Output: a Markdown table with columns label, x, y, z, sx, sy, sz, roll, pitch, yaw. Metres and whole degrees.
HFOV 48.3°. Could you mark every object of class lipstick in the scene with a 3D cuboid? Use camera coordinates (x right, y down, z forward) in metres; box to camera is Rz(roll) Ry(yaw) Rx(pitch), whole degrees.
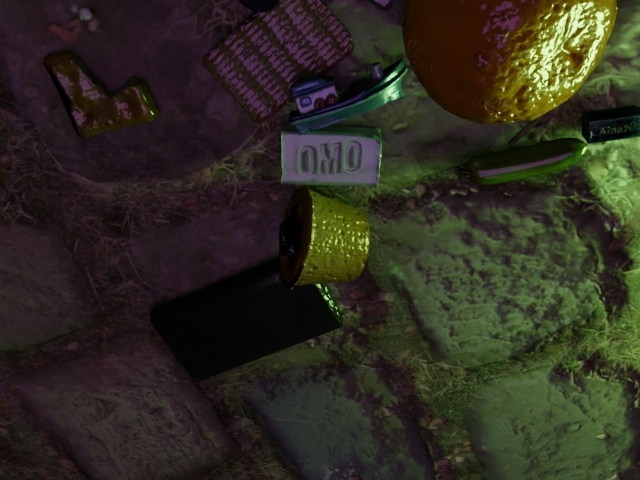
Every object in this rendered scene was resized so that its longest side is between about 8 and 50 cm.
| label | x | y | z | sx | sy | sz | roll | pitch | yaw |
| --- | --- | --- | --- | --- | --- | --- | --- | --- | --- |
| lipstick | 0.666 | -0.236 | 1.366 | 0.313 | 0.051 | 0.051 | -7 | 121 | 5 |

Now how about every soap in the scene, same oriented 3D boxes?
| label | x | y | z | sx | sy | sz | roll | pitch | yaw |
| --- | --- | --- | --- | --- | --- | --- | --- | --- | --- |
| soap | 0.020 | -0.168 | 1.419 | 0.199 | 0.063 | 0.114 | 1 | 115 | 1 |

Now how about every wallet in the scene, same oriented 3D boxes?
| label | x | y | z | sx | sy | sz | roll | pitch | yaw |
| --- | --- | --- | --- | --- | --- | --- | --- | --- | --- |
| wallet | -0.172 | 0.180 | 1.655 | 0.406 | 0.062 | 0.228 | -22 | 119 | 16 |

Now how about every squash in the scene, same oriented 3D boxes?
| label | x | y | z | sx | sy | sz | roll | pitch | yaw |
| --- | --- | --- | --- | --- | --- | --- | --- | --- | --- |
| squash | 0.396 | -0.154 | 1.419 | 0.258 | 0.069 | 0.069 | -11 | 121 | 12 |

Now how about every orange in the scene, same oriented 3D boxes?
| label | x | y | z | sx | sy | sz | roll | pitch | yaw |
| --- | --- | --- | --- | --- | --- | --- | --- | --- | --- |
| orange | 0.293 | -0.360 | 1.154 | 0.341 | 0.293 | 0.340 | -20 | 135 | -22 |

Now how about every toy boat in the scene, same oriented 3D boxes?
| label | x | y | z | sx | sy | sz | roll | pitch | yaw |
| --- | --- | --- | --- | --- | --- | --- | --- | --- | --- |
| toy boat | 0.047 | -0.279 | 1.326 | 0.238 | 0.109 | 0.098 | -19 | 109 | 4 |

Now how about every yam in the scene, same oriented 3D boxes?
| label | x | y | z | sx | sy | sz | roll | pitch | yaw |
| --- | --- | --- | --- | --- | --- | --- | --- | --- | --- |
| yam | 0.410 | -0.224 | 1.405 | 0.014 | 0.014 | 0.107 | 36 | 117 | -19 |

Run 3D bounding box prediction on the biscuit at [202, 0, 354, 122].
| label | x | y | z | sx | sy | sz | roll | pitch | yaw |
| --- | --- | --- | --- | --- | --- | --- | --- | --- | --- |
| biscuit | -0.078 | -0.352 | 1.332 | 0.255 | 0.029 | 0.172 | -33 | 115 | 21 |

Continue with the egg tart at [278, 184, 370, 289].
| label | x | y | z | sx | sy | sz | roll | pitch | yaw |
| --- | --- | --- | --- | --- | --- | --- | --- | --- | --- |
| egg tart | 0.000 | 0.000 | 1.457 | 0.171 | 0.215 | 0.215 | 8 | 123 | -16 |

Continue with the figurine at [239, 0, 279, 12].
| label | x | y | z | sx | sy | sz | roll | pitch | yaw |
| --- | --- | --- | --- | --- | --- | --- | --- | --- | --- |
| figurine | -0.129 | -0.491 | 1.187 | 0.146 | 0.145 | 0.222 | -18 | 118 | 13 |

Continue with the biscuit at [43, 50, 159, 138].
| label | x | y | z | sx | sy | sz | roll | pitch | yaw |
| --- | --- | --- | --- | --- | --- | --- | --- | --- | --- |
| biscuit | -0.420 | -0.289 | 1.380 | 0.184 | 0.039 | 0.174 | -9 | 120 | 7 |

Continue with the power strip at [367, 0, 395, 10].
| label | x | y | z | sx | sy | sz | roll | pitch | yaw |
| --- | --- | --- | --- | --- | --- | --- | --- | --- | --- |
| power strip | 0.108 | -0.512 | 1.157 | 0.140 | 0.139 | 0.224 | 27 | 118 | -11 |
